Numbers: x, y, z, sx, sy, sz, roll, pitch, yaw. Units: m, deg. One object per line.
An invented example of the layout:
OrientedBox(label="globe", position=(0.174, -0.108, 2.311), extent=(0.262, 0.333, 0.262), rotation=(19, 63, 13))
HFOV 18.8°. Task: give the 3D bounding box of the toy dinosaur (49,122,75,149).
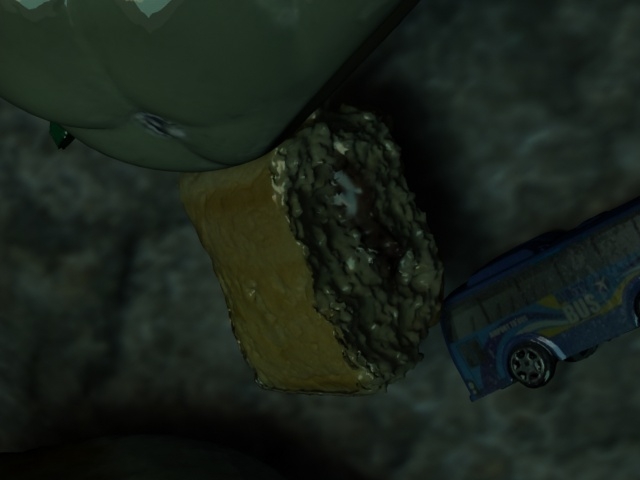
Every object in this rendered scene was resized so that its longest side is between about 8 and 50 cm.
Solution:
OrientedBox(label="toy dinosaur", position=(-0.126, -0.102, 0.893), extent=(0.096, 0.059, 0.132), rotation=(44, 136, 7))

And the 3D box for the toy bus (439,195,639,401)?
OrientedBox(label="toy bus", position=(0.120, 0.019, 0.832), extent=(0.153, 0.051, 0.061), rotation=(-28, 89, 36))

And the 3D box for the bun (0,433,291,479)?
OrientedBox(label="bun", position=(-0.101, 0.263, 0.981), extent=(0.362, 0.211, 0.362), rotation=(11, 121, 20))

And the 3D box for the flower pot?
OrientedBox(label="flower pot", position=(-0.044, -0.145, 0.712), extent=(0.195, 0.246, 0.246), rotation=(43, 127, 0))

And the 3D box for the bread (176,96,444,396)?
OrientedBox(label="bread", position=(0.000, 0.002, 0.857), extent=(0.106, 0.082, 0.125), rotation=(-4, 110, 61))
